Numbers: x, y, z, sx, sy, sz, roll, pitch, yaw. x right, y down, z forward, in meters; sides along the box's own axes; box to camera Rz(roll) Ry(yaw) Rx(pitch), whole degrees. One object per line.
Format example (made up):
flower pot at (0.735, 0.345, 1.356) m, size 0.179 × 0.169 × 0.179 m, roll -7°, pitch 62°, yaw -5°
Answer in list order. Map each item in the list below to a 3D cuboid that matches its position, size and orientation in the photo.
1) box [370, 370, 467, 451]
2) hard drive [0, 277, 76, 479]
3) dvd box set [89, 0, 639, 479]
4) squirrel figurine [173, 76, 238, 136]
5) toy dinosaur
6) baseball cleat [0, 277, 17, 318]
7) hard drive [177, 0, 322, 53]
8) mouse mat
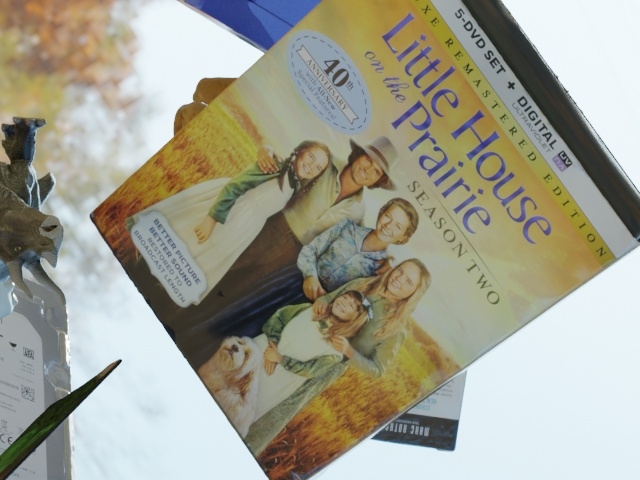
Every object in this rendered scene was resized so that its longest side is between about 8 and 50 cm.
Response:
box at (0.087, 0.058, 1.712) m, size 0.100 × 0.244 × 0.060 m, roll 8°, pitch -171°, yaw -3°
hard drive at (-0.388, 0.171, 2.187) m, size 0.064 × 0.237 × 0.339 m, roll -37°, pitch -137°, yaw 31°
dvd box set at (0.030, -0.015, 1.567) m, size 0.420 × 0.308 × 0.062 m, roll -38°, pitch 173°, yaw 34°
squirrel figurine at (0.000, 0.000, 2.051) m, size 0.281 × 0.397 × 0.370 m, roll -19°, pitch -151°, yaw 29°
toy dinosaur at (-0.291, -0.030, 1.714) m, size 0.121 × 0.160 × 0.313 m, roll 4°, pitch 179°, yaw -12°
baseball cleat at (-0.383, 0.006, 2.003) m, size 0.109 × 0.206 × 0.072 m, roll -21°, pitch -152°, yaw -13°
hard drive at (0.035, -0.303, 1.723) m, size 0.319 × 0.210 × 0.040 m, roll -62°, pitch -153°, yaw -1°
mouse mat at (-0.231, 0.160, 1.475) m, size 0.152 × 0.007 × 0.189 m, roll -47°, pitch -174°, yaw -32°
